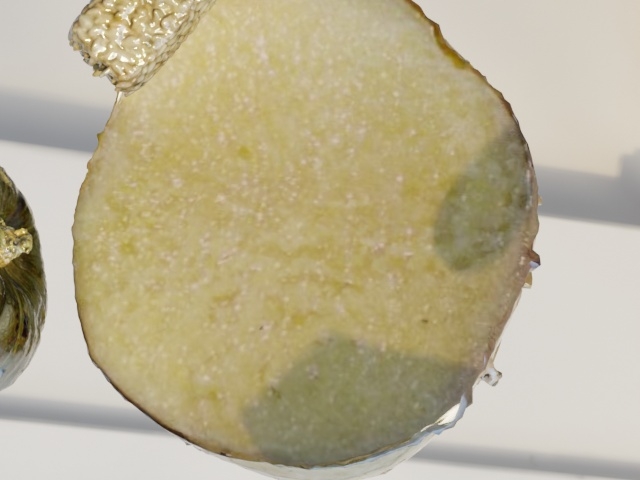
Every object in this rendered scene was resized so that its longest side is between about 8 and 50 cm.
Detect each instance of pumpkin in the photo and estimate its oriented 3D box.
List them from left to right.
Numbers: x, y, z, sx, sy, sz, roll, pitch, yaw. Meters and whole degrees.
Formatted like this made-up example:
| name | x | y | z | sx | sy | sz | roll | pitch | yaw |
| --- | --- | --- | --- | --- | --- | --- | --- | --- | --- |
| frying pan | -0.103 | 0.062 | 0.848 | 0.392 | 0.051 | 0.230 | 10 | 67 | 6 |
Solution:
| name | x | y | z | sx | sy | sz | roll | pitch | yaw |
| --- | --- | --- | --- | --- | --- | --- | --- | --- | --- |
| pumpkin | -0.297 | 0.022 | 1.054 | 0.224 | 0.157 | 0.223 | -17 | 90 | -81 |

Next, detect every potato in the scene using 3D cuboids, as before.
| name | x | y | z | sx | sy | sz | roll | pitch | yaw |
| --- | --- | --- | --- | --- | --- | --- | --- | --- | --- |
| potato | 0.000 | 0.000 | 1.241 | 0.319 | 0.385 | 0.442 | 72 | 29 | -78 |

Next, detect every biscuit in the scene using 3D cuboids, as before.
| name | x | y | z | sx | sy | sz | roll | pitch | yaw |
| --- | --- | --- | --- | --- | --- | --- | --- | --- | --- |
| biscuit | -0.114 | -0.185 | 0.997 | 0.168 | 0.070 | 0.082 | -48 | -171 | -4 |
